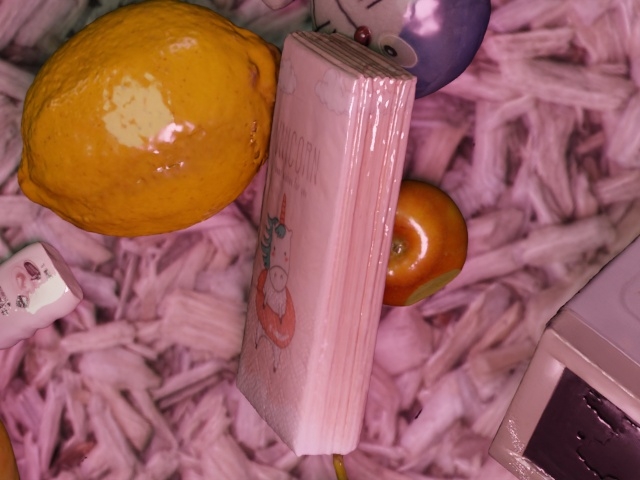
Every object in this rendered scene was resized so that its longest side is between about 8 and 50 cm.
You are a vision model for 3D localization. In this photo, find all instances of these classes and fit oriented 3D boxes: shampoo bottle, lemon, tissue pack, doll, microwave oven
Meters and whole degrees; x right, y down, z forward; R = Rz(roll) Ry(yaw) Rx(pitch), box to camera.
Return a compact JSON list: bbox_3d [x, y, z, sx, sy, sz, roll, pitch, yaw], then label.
[{"bbox_3d":[-0.299,0.068,1.852,0.152,0.045,0.077,-35,75,10],"label":"shampoo bottle"},{"bbox_3d":[-0.149,-0.106,1.751,0.260,0.204,0.204,-26,76,9],"label":"lemon"},{"bbox_3d":[0.000,0.000,1.661,0.071,0.170,0.325,1,109,-21],"label":"tissue pack"},{"bbox_3d":[0.039,-0.242,1.743,0.228,0.154,0.258,-43,62,42],"label":"doll"},{"bbox_3d":[0.354,0.157,1.527,0.355,0.218,0.286,38,55,16],"label":"microwave oven"}]

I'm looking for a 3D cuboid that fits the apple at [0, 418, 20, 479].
[{"bbox_3d":[-0.421,0.192,1.721,0.305,0.338,0.338,-16,76,-21],"label":"apple"}]

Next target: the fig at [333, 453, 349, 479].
[{"bbox_3d":[0.065,0.249,1.720,0.093,0.093,0.166,-40,40,8],"label":"fig"}]

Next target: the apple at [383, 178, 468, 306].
[{"bbox_3d":[0.070,0.001,1.722,0.114,0.102,0.099,-30,79,6],"label":"apple"}]
